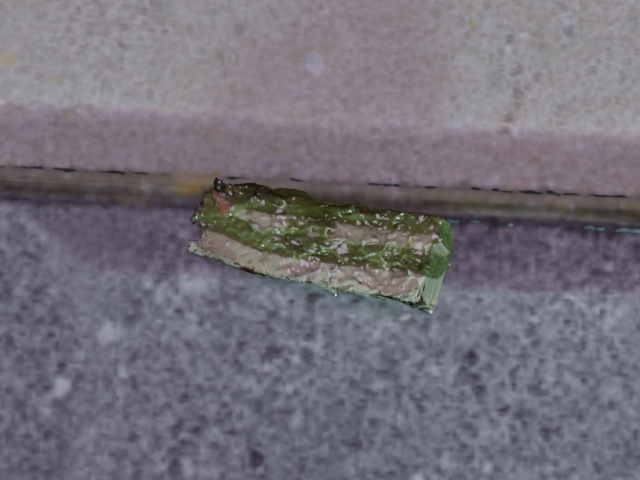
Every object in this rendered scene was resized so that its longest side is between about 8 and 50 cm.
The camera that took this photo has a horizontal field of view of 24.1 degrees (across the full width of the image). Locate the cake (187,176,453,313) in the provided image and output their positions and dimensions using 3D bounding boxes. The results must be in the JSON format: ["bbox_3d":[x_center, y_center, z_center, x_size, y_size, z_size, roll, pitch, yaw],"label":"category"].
[{"bbox_3d":[0.000,0.000,0.776,0.140,0.055,0.051,12,82,1],"label":"cake"}]
